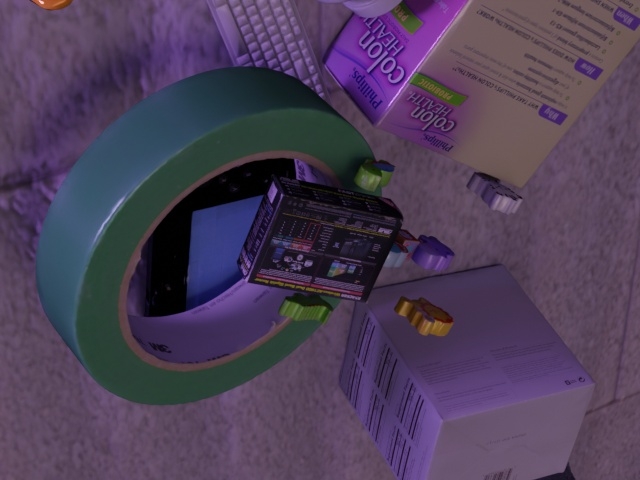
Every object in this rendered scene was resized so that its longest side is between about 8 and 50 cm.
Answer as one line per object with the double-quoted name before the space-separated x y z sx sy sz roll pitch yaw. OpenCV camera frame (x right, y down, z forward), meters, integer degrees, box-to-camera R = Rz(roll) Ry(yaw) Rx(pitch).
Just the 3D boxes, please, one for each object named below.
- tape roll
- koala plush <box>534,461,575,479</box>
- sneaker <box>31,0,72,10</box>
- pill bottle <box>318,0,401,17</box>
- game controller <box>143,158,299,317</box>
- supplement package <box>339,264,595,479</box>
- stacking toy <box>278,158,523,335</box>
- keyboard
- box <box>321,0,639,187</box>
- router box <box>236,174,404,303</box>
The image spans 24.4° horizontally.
"tape roll" -0.095 0.001 1.329 0.321 0.077 0.321 -26 139 -24
"koala plush" 0.244 0.397 1.939 0.196 0.203 0.221 -15 146 -19
"sneaker" -0.248 -0.252 1.098 0.084 0.083 0.215 -40 136 8
"pill bottle" 0.000 -0.261 1.228 0.103 0.103 0.184 -46 137 12
"game controller" -0.090 0.020 1.452 0.166 0.067 0.319 -8 133 -19
"supplement package" 0.156 0.159 1.637 0.194 0.203 0.149 -10 133 -24
"stacking toy" 0.080 0.012 1.397 0.221 0.052 0.167 5 120 -46
"keyboard" -0.045 -0.171 1.350 0.072 0.014 0.256 -29 137 -6
"box" 0.165 -0.199 1.380 0.213 0.117 0.243 18 116 -42
"router box" 0.000 0.000 1.289 0.122 0.038 0.092 12 117 -25
